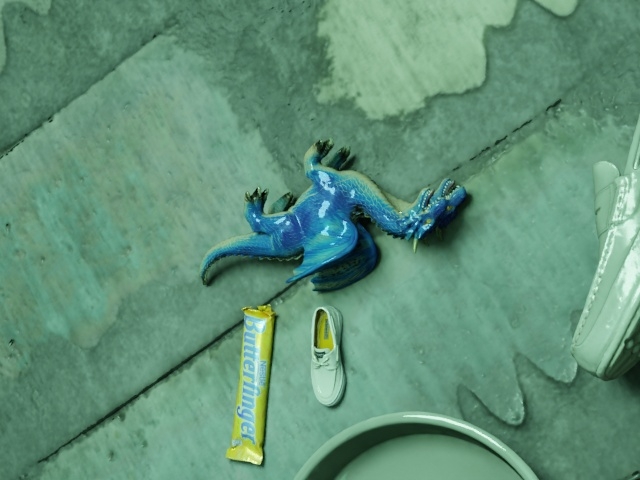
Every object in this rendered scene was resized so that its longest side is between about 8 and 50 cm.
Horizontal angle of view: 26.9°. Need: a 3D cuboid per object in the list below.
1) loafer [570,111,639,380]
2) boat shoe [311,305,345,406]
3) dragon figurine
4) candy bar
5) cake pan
[{"bbox_3d":[0.290,-0.032,1.185,0.111,0.112,0.319,22,84,29],"label":"loafer"},{"bbox_3d":[0.004,0.114,1.322,0.035,0.035,0.100,0,82,23],"label":"boat shoe"},{"bbox_3d":[0.000,0.000,1.312,0.289,0.085,0.144,-35,70,14],"label":"dragon figurine"},{"bbox_3d":[-0.070,0.145,1.360,0.040,0.018,0.161,3,85,24],"label":"candy bar"},{"bbox_3d":[0.094,0.307,1.246,0.293,0.054,0.293,-3,81,23],"label":"cake pan"}]
